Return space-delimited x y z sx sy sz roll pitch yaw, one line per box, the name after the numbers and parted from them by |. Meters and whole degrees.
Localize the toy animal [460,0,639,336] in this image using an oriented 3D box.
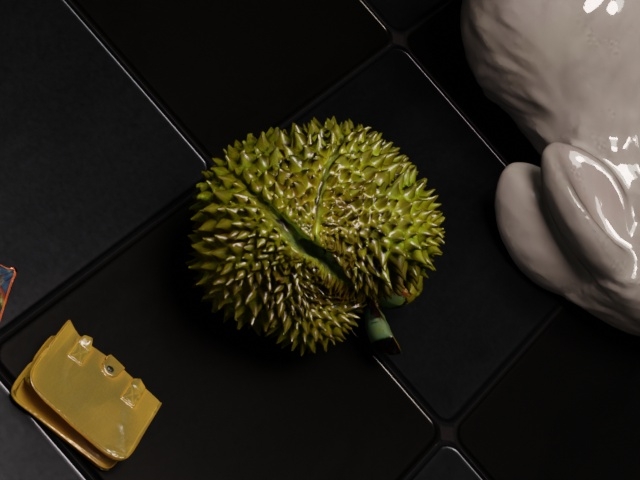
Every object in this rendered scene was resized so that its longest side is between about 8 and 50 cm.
0.226 -0.093 1.333 0.258 0.194 0.357 4 68 -45 | toy animal

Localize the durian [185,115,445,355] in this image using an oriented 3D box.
0.003 -0.012 1.128 0.198 0.159 0.146 -3 53 -41 | durian

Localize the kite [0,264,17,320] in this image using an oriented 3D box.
-0.252 0.043 1.012 0.159 0.010 0.190 -20 74 -40 | kite

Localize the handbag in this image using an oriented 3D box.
-0.146 0.098 1.042 0.083 0.027 0.061 41 45 -12 | handbag
